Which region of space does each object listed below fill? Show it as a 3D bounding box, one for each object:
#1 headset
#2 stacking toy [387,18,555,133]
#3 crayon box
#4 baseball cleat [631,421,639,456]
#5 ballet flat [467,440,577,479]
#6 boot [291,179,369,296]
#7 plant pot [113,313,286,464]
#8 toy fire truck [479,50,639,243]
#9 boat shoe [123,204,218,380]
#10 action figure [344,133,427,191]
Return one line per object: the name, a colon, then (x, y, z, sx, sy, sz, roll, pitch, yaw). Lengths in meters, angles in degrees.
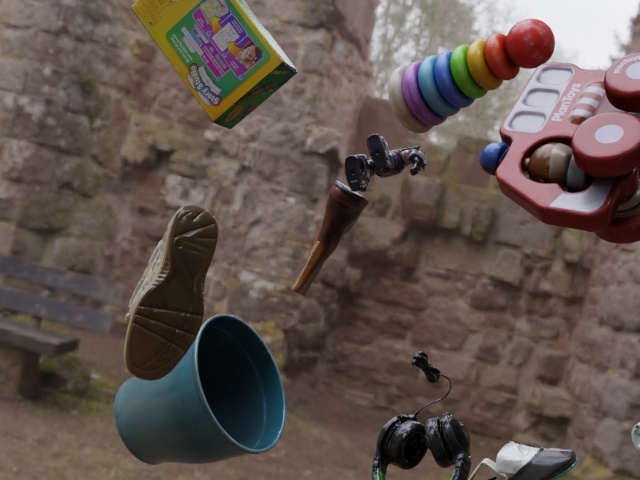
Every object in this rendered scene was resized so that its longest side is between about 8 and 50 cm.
headset: (0.248, 0.481, 2.265, 0.243, 0.394, 0.185, -9, -44, 30)
stacking toy: (0.292, -0.317, 1.726, 0.330, 0.141, 0.141, -19, -21, 39)
crayon box: (-0.191, -0.359, 1.629, 0.278, 0.165, 0.081, 54, 13, 11)
baseball cleat: (0.625, 0.393, 1.565, 0.109, 0.072, 0.206, 36, 6, -44)
ballet flat: (0.348, 0.440, 1.702, 0.096, 0.280, 0.095, 50, 36, 9)
boot: (0.000, 0.000, 2.240, 0.096, 0.280, 0.264, 34, -8, 1)
plant pot: (-0.247, 0.315, 1.770, 0.255, 0.272, 0.271, -25, -18, 25)
toy fire truck: (0.373, -0.140, 1.319, 0.253, 0.302, 0.169, 12, -34, 37)
boat shoe: (-0.232, 0.085, 1.405, 0.104, 0.285, 0.089, 28, -28, -19)
action figure: (0.138, -0.169, 2.079, 0.185, 0.099, 0.285, -25, -6, 19)
